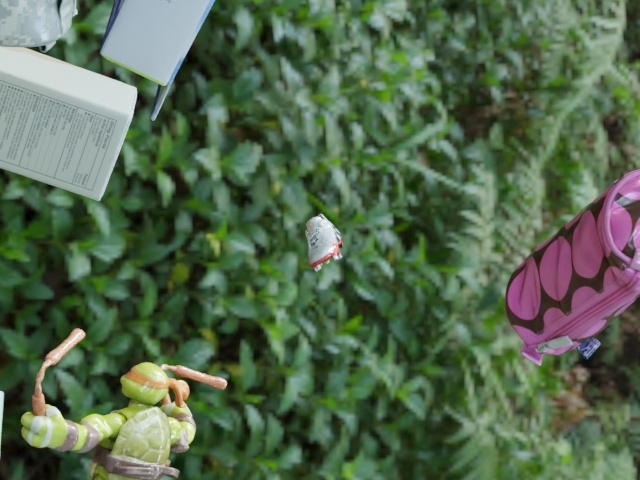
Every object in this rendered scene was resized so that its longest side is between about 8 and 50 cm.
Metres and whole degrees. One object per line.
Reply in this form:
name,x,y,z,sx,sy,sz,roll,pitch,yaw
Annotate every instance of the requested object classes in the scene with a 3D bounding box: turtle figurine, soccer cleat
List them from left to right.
turtle figurine,-0.161,0.195,1.072,0.269,0.087,0.217,15,91,-64
soccer cleat,0.000,0.000,0.997,0.035,0.029,0.083,60,12,-7

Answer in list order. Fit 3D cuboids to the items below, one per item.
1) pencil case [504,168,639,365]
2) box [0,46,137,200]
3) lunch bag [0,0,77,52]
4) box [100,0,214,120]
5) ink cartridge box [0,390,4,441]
pencil case,0.219,0.026,0.985,0.098,0.095,0.209,-55,177,-27
box,-0.426,-0.185,1.748,0.121,0.311,0.148,-97,-150,-63
lunch bag,-0.348,-0.347,1.216,0.212,0.256,0.305,-72,-178,-53
box,-0.057,-0.159,0.612,0.042,0.178,0.109,24,30,-15
ink cartridge box,-0.528,0.265,1.627,0.087,0.208,0.153,39,54,-81
